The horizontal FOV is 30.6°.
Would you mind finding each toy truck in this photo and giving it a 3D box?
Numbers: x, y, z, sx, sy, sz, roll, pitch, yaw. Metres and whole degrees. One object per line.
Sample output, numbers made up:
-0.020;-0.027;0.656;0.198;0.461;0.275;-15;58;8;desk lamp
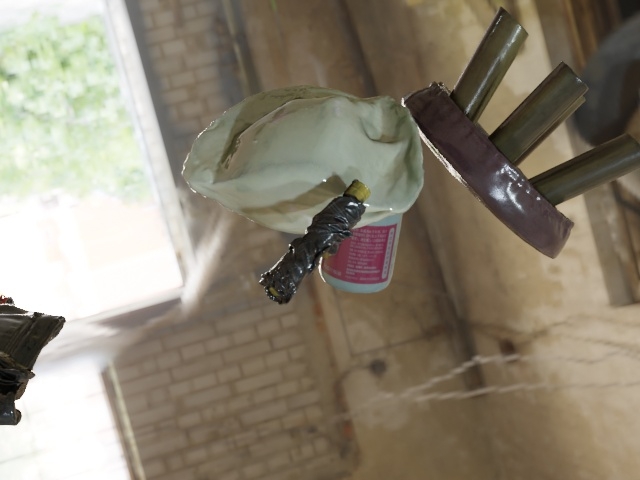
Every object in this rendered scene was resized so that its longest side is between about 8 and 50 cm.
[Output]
-0.451;0.107;1.660;0.032;0.024;0.083;-10;-139;6;toy truck

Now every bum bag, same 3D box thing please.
-0.358;0.134;1.274;0.123;0.060;0.248;2;-162;2;bum bag

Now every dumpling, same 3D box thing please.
-0.012;-0.095;1.213;0.252;0.179;0.131;1;147;15;dumpling

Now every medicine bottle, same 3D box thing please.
0.055;-0.050;1.386;0.090;0.216;0.090;7;-159;-3;medicine bottle

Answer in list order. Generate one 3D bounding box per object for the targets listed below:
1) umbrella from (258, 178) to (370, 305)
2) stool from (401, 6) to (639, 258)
0.000;0.000;1.081;0.144;0.040;0.037;-49;-175;-25;umbrella
0.246;-0.129;1.423;0.178;0.272;0.272;-45;178;11;stool
